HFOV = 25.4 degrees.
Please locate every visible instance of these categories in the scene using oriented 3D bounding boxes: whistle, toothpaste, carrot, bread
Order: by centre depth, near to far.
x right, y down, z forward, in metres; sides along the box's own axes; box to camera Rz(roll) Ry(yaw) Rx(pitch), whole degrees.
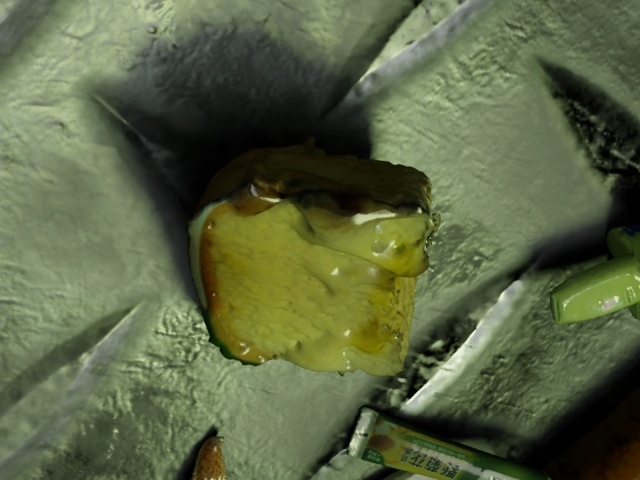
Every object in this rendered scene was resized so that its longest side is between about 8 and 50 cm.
[{"bbox_3d":[0.001,-0.010,1.043,0.174,0.133,0.251,7,149,5],"label":"bread"},{"bbox_3d":[0.297,0.021,1.210,0.227,0.085,0.105,-19,122,-13],"label":"whistle"},{"bbox_3d":[0.124,0.196,1.237,0.204,0.031,0.049,19,104,-5],"label":"toothpaste"},{"bbox_3d":[0.287,0.204,1.292,0.302,0.114,0.114,-39,124,3],"label":"carrot"}]

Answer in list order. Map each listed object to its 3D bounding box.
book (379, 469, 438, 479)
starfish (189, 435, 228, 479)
[{"bbox_3d":[0.082,0.417,1.276,0.269,0.032,0.388,-31,98,-4],"label":"book"},{"bbox_3d":[-0.128,0.315,1.203,0.231,0.048,0.295,-10,106,-4],"label":"starfish"}]
